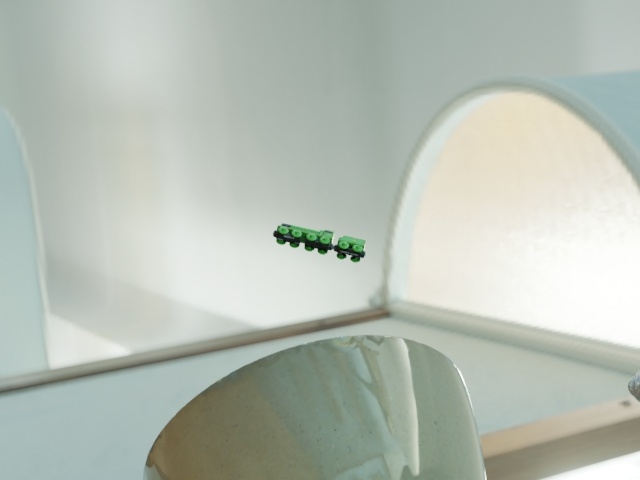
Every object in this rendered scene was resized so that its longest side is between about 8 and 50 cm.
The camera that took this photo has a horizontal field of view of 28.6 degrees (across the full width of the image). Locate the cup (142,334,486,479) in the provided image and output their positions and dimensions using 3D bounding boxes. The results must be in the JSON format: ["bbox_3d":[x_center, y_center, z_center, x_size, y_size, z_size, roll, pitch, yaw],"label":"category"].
[{"bbox_3d":[0.021,0.283,1.153,0.237,0.331,0.331,-112,-150,-41],"label":"cup"}]

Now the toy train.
[{"bbox_3d":[0.000,0.000,1.094,0.024,0.083,0.017,-72,175,-55],"label":"toy train"}]

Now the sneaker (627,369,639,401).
[{"bbox_3d":[0.328,0.095,0.983,0.101,0.268,0.153,44,-85,15],"label":"sneaker"}]
